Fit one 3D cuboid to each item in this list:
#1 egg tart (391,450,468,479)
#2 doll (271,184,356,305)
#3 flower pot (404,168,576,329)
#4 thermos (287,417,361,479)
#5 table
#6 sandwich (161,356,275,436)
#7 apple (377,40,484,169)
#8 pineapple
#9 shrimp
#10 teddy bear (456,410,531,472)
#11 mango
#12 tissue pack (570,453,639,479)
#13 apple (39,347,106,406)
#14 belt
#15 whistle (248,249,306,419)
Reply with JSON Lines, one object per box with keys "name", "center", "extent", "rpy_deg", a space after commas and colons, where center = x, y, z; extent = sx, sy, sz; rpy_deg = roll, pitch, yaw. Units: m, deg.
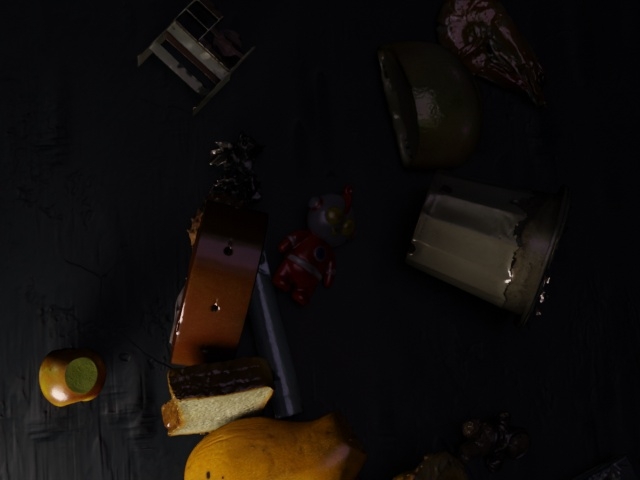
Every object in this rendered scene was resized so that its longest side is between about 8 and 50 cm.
{"name": "egg tart", "center": [0.175, 0.498, 1.842], "extent": [0.118, 0.288, 0.288], "rpy_deg": [10, 76, 30]}
{"name": "doll", "center": [0.000, 0.000, 1.963], "extent": [0.142, 0.076, 0.245], "rpy_deg": [42, 74, -34]}
{"name": "flower pot", "center": [0.303, -0.005, 1.935], "extent": [0.259, 0.290, 0.290], "rpy_deg": [20, 78, 5]}
{"name": "thermos", "center": [0.010, 0.414, 1.878], "extent": [0.099, 0.124, 0.232], "rpy_deg": [-34, 80, -20]}
{"name": "table", "center": [-0.234, -0.351, 1.994], "extent": [0.146, 0.062, 0.175], "rpy_deg": [43, 77, -1]}
{"name": "sandwich", "center": [-0.178, 0.271, 1.818], "extent": [0.186, 0.215, 0.065], "rpy_deg": [-8, 65, -12]}
{"name": "apple", "center": [0.232, -0.273, 2.033], "extent": [0.193, 0.120, 0.265], "rpy_deg": [-10, 85, -15]}
{"name": "pineapple", "center": [-0.167, -0.093, 1.945], "extent": [0.119, 0.111, 0.237], "rpy_deg": [30, 65, -33]}
{"name": "shrimp", "center": [0.350, -0.372, 2.103], "extent": [0.154, 0.062, 0.294], "rpy_deg": [-42, 87, -1]}
{"name": "teddy bear", "center": [0.313, 0.371, 1.962], "extent": [0.160, 0.078, 0.119], "rpy_deg": [9, 97, -30]}
{"name": "mango", "center": [-0.084, 0.388, 1.785], "extent": [0.359, 0.144, 0.187], "rpy_deg": [-11, 58, 31]}
{"name": "tissue pack", "center": [0.546, 0.542, 1.968], "extent": [0.173, 0.073, 0.235], "rpy_deg": [-25, 85, -12]}
{"name": "apple", "center": [-0.434, 0.238, 1.844], "extent": [0.114, 0.099, 0.102], "rpy_deg": [1, 86, -35]}
{"name": "belt", "center": [-0.181, 0.086, 1.806], "extent": [0.122, 0.339, 0.217], "rpy_deg": [12, 40, -7]}
{"name": "whistle", "center": [-0.093, 0.172, 1.930], "extent": [0.062, 0.062, 0.312], "rpy_deg": [-13, 83, -11]}
